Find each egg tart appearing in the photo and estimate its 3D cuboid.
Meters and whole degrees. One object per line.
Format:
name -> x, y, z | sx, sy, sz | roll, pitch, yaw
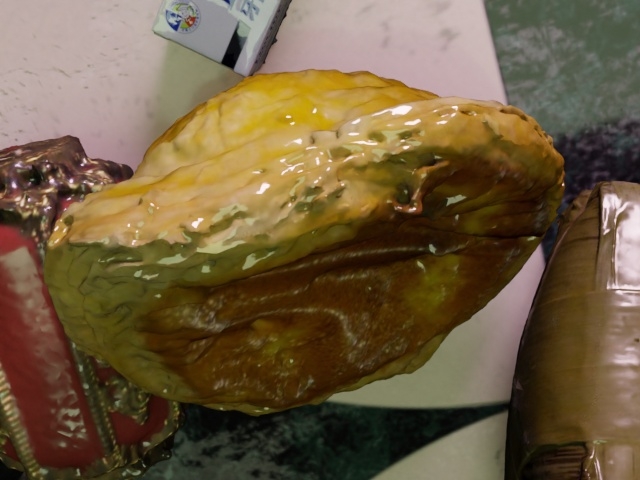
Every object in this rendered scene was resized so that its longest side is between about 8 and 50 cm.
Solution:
egg tart -> 0.000, 0.000, 0.616 | 0.352, 0.153, 0.339 | -23, 149, 0

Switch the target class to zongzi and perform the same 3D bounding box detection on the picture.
zongzi -> 0.213, 0.121, 0.726 | 0.145, 0.300, 0.273 | 10, 69, -3

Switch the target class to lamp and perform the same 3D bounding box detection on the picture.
lamp -> -0.200, 0.059, 0.678 | 0.177, 0.177, 0.273 | -11, 110, 6

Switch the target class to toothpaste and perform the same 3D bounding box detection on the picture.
toothpaste -> -0.013, -0.282, 0.603 | 0.081, 0.067, 0.336 | 26, 108, -3

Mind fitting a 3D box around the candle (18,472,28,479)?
candle -> -0.216, 0.262, 0.761 | 0.168, 0.192, 0.068 | 37, 114, 36
